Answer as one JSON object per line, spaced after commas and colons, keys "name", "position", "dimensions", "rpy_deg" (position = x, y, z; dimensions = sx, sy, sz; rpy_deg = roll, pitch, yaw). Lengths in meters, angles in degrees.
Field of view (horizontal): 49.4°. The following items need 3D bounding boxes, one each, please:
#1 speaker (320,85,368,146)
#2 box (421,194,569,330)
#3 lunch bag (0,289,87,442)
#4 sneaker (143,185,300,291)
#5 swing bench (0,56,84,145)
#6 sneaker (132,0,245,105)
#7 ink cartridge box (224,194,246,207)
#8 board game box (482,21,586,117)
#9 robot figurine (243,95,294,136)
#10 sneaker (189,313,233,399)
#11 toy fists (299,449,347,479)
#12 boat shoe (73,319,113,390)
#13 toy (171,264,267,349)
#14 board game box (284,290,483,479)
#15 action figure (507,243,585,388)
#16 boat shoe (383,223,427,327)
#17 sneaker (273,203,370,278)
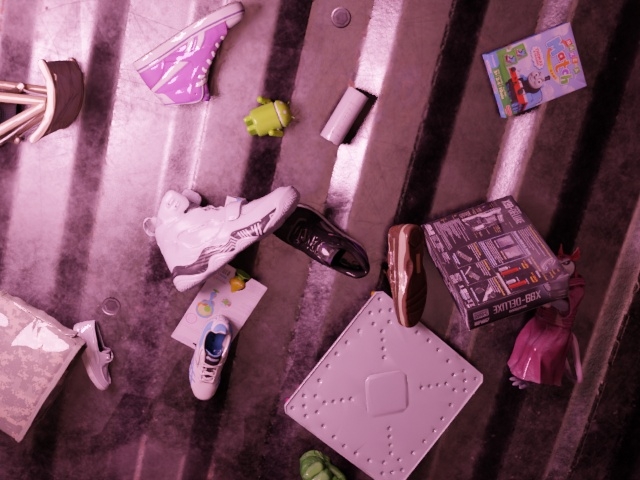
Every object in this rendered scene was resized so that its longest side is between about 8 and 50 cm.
{"name": "speaker", "position": [0.057, -0.293, 1.641], "dimensions": [0.055, 0.055, 0.136], "rpy_deg": [29, 100, -12]}
{"name": "box", "position": [0.401, 0.042, 1.637], "dimensions": [0.242, 0.308, 0.077], "rpy_deg": [-19, 132, -1]}
{"name": "lunch bag", "position": [-0.713, 0.281, 1.649], "dimensions": [0.235, 0.169, 0.287], "rpy_deg": [34, 102, -5]}
{"name": "sneaker", "position": [-0.236, -0.059, 1.601], "dimensions": [0.365, 0.137, 0.210], "rpy_deg": [-36, 89, 11]}
{"name": "swing bench", "position": [-0.641, -0.282, 1.471], "dimensions": [0.254, 0.253, 0.165], "rpy_deg": [-12, 106, -2]}
{"name": "sneaker", "position": [-0.261, -0.408, 1.563], "dimensions": [0.282, 0.102, 0.161], "rpy_deg": [-30, 109, 14]}
{"name": "ink cartridge box", "position": [-0.212, -0.065, 1.688], "dimensions": [0.048, 0.028, 0.083], "rpy_deg": [13, 104, -8]}
{"name": "board game box", "position": [0.513, -0.408, 1.666], "dimensions": [0.211, 0.039, 0.160], "rpy_deg": [-22, 105, -1]}
{"name": "robot figurine", "position": [-0.119, -0.284, 1.619], "dimensions": [0.115, 0.067, 0.101], "rpy_deg": [-20, 76, 1]}
{"name": "sneaker", "position": [-0.272, 0.295, 1.701], "dimensions": [0.085, 0.086, 0.237], "rpy_deg": [12, 110, -8]}
{"name": "toy fists", "position": [0.053, 0.680, 1.854], "dimensions": [0.096, 0.142, 0.279], "rpy_deg": [-40, 105, 5]}
{"name": "boat shoe", "position": [-0.553, 0.284, 1.734], "dimensions": [0.063, 0.066, 0.184], "rpy_deg": [-17, 96, 0]}
{"name": "toy", "position": [-0.251, 0.171, 1.732], "dimensions": [0.136, 0.056, 0.237], "rpy_deg": [32, 106, -11]}
{"name": "board game box", "position": [0.166, 0.389, 1.804], "dimensions": [0.390, 0.050, 0.390], "rpy_deg": [40, 88, -14]}
{"name": "action figure", "position": [0.593, 0.193, 1.727], "dimensions": [0.275, 0.248, 0.371], "rpy_deg": [12, 106, -10]}
{"name": "boat shoe", "position": [0.206, 0.085, 1.738], "dimensions": [0.095, 0.095, 0.258], "rpy_deg": [-2, 97, -43]}
{"name": "sneaker", "position": [0.000, 0.000, 1.677], "dimensions": [0.283, 0.124, 0.107], "rpy_deg": [27, 100, -12]}
